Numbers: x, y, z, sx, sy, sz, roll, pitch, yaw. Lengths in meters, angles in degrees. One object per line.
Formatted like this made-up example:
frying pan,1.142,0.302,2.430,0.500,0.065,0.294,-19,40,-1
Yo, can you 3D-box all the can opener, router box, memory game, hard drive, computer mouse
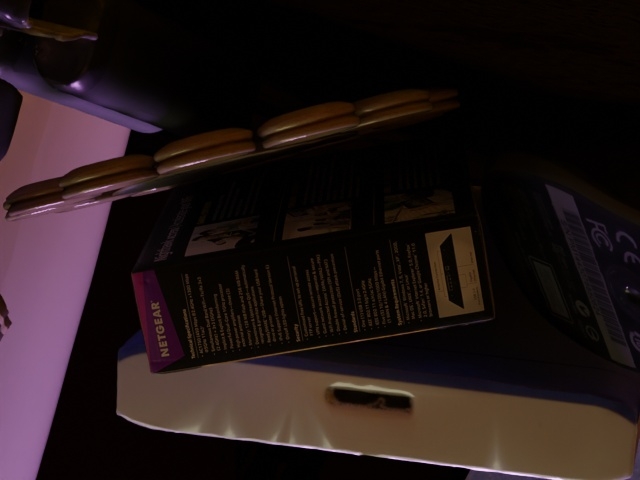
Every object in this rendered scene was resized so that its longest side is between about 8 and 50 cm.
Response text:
can opener,-0.111,-0.065,0.762,0.074,0.093,0.280,15,-176,22
router box,0.000,0.000,0.809,0.133,0.046,0.179,-9,-167,4
memory game,-0.036,-0.034,0.765,0.186,0.012,0.186,-14,-179,0
hard drive,0.054,0.028,0.923,0.210,0.040,0.318,6,-165,11
computer mouse,0.171,0.044,0.695,0.262,0.060,0.184,19,141,58

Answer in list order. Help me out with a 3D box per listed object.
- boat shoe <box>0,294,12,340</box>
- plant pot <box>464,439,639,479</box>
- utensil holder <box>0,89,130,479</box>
boat shoe,-0.224,-0.052,0.765,0.324,0.097,0.116,35,148,30
plant pot,0.268,0.144,1.234,0.247,0.252,0.248,18,-175,-46
utensil holder,-0.313,0.038,1.241,0.328,0.385,0.327,16,179,0
